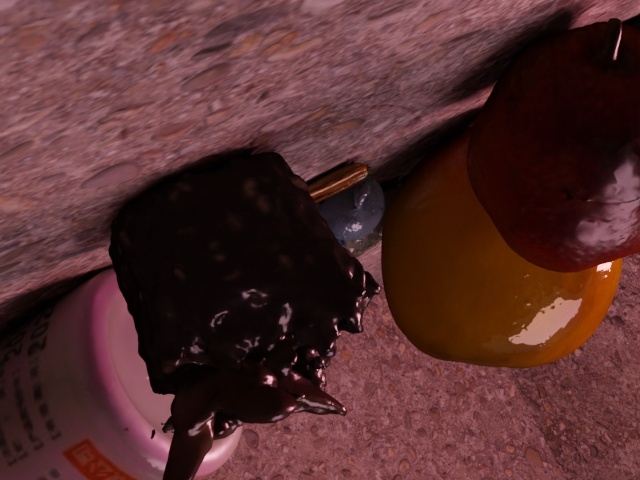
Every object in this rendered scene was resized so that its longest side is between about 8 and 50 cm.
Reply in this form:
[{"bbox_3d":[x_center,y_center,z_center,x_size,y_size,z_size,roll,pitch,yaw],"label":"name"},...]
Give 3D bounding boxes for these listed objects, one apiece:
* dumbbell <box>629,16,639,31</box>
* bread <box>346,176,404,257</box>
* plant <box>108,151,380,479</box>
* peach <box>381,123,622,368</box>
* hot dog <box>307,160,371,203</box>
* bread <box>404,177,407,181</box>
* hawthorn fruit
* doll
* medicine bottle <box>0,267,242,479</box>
[{"bbox_3d":[0.399,-0.193,1.053,0.152,0.152,0.218,-24,173,-25],"label":"dumbbell"},{"bbox_3d":[0.022,-0.001,1.404,0.232,0.064,0.172,-27,172,5],"label":"bread"},{"bbox_3d":[-0.060,0.057,0.828,0.204,0.234,0.178,-19,166,-20],"label":"plant"},{"bbox_3d":[0.223,0.000,1.253,0.289,0.289,0.308,-16,127,-60],"label":"peach"},{"bbox_3d":[0.013,-0.061,1.085,0.083,0.021,0.037,-26,163,-5],"label":"hot dog"},{"bbox_3d":[0.213,-0.106,1.460,0.267,0.040,0.267,-27,174,-3],"label":"bread"},{"bbox_3d":[0.245,-0.101,0.978,0.224,0.224,0.261,-27,151,-6],"label":"hawthorn fruit"},{"bbox_3d":[-0.003,-0.004,1.159,0.180,0.075,0.120,-45,-178,3],"label":"doll"},{"bbox_3d":[-0.284,0.199,1.052,0.388,0.219,0.219,-29,173,26],"label":"medicine bottle"}]
